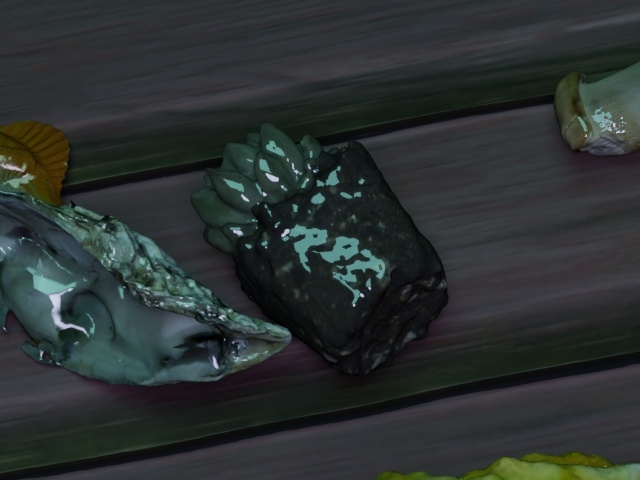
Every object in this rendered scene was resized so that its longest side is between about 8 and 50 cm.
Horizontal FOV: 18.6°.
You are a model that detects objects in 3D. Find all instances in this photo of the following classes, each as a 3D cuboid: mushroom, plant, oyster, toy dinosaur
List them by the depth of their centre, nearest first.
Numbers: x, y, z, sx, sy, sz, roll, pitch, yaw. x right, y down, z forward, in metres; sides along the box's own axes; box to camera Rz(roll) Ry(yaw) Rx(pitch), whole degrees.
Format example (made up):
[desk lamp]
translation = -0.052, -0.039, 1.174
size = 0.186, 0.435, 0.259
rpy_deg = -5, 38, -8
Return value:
[oyster]
translation = -0.171, 0.028, 1.462
size = 0.252, 0.199, 0.087
rpy_deg = -13, 17, 35
[plant]
translation = 0.000, 0.000, 1.469
size = 0.132, 0.129, 0.194
rpy_deg = -35, 63, -16
[mushroom]
translation = 0.297, -0.115, 1.526
size = 0.225, 0.093, 0.116
rpy_deg = -26, 42, 3
[toy dinosaur]
translation = -0.248, -0.056, 1.594
size = 0.212, 0.057, 0.142
rpy_deg = 22, 48, 9

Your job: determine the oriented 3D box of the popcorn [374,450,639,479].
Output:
[popcorn]
translation = 0.134, 0.248, 1.208
size = 0.321, 0.290, 0.326
rpy_deg = 26, 36, 27
